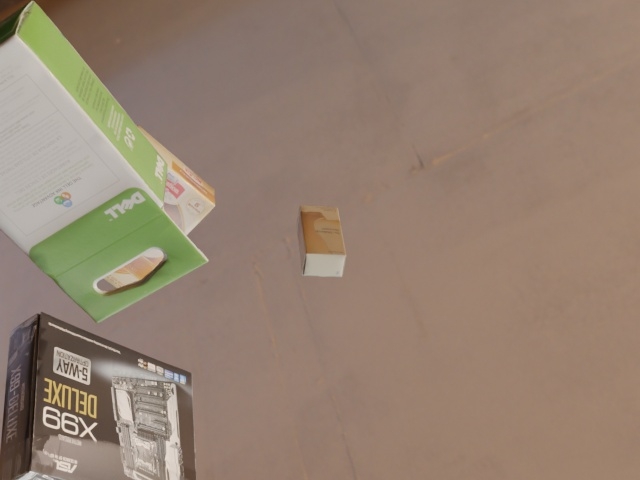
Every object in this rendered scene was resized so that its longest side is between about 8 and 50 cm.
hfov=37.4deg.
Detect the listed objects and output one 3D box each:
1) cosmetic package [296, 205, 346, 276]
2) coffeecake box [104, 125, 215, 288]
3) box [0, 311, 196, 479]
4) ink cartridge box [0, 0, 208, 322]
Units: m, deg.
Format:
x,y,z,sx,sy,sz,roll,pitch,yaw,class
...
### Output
x,y,z,sx,sy,sz,roll,pitch,yaw,class
0.000,0.000,1.350,0.060,0.041,0.115,2,-142,-10,cosmetic package
-0.259,-0.040,1.301,0.185,0.142,0.068,-44,-157,12,coffeecake box
-0.318,0.271,1.391,0.076,0.307,0.243,-30,-131,27,box
-0.180,-0.048,0.668,0.109,0.209,0.062,-29,-148,14,ink cartridge box
